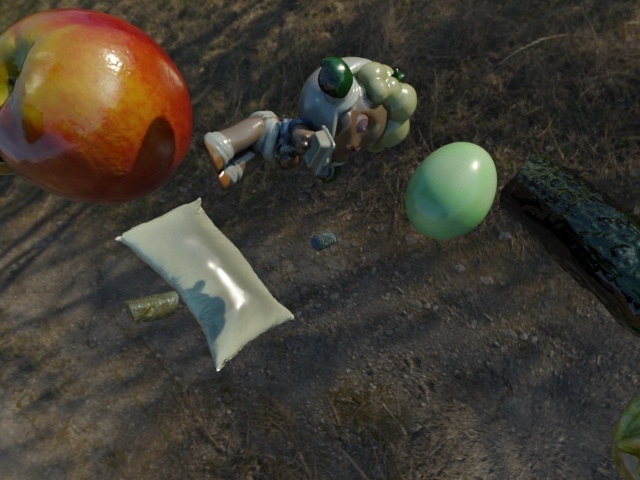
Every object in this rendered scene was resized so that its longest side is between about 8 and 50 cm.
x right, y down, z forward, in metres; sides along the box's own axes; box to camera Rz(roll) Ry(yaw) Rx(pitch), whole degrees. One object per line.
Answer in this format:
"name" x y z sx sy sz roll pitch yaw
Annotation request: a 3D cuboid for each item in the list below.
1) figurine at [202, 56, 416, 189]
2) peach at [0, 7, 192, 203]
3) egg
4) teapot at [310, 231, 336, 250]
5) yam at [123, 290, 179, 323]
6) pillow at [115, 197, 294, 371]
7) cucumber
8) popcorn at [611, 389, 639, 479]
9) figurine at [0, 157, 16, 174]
"figurine" -0.002 -0.098 0.368 0.197 0.147 0.093 -36 71 -18
"peach" -0.437 -0.246 0.822 0.389 0.388 0.387 -12 60 22
"egg" 0.349 -0.131 1.097 0.220 0.220 0.269 38 94 36
"teapot" 0.002 0.004 1.244 0.064 0.083 0.049 -18 88 34
"yam" -0.625 0.249 1.511 0.107 0.183 0.106 5 97 43
"pillow" -0.169 0.059 0.617 0.254 0.144 0.078 50 137 5
"cucumber" 0.225 -0.006 0.346 0.075 0.074 0.241 -28 27 13
"popcorn" 0.226 0.127 0.240 0.109 0.097 0.089 20 54 -11
"figurine" -0.711 -0.266 0.873 0.192 0.256 0.167 -27 31 -30
